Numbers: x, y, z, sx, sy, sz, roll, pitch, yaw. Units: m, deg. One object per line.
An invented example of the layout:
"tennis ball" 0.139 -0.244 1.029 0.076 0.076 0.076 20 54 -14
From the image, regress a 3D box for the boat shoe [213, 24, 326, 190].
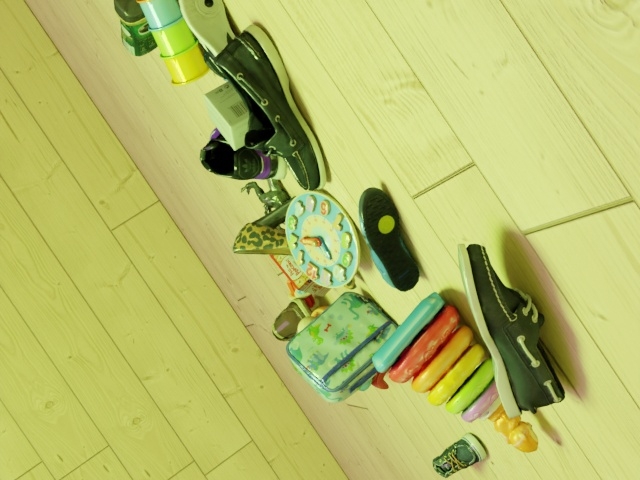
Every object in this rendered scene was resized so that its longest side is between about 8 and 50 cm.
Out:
"boat shoe" -0.094 -0.214 1.548 0.127 0.113 0.340 38 157 48

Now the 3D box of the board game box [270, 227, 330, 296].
"board game box" -0.065 0.042 2.022 0.193 0.045 0.147 50 -169 24

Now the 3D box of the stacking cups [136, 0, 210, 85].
"stacking cups" -0.334 -0.479 1.773 0.096 0.096 0.316 35 154 53

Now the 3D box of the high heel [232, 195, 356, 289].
"high heel" -0.058 0.046 1.840 0.261 0.186 0.093 50 164 21

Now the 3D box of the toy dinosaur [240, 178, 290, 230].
"toy dinosaur" -0.112 -0.098 1.955 0.118 0.064 0.268 0 123 51

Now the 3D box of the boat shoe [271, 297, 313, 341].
"boat shoe" -0.078 0.224 2.246 0.095 0.095 0.257 53 164 8

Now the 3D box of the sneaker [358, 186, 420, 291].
"sneaker" 0.103 -0.005 1.467 0.082 0.069 0.209 39 158 57

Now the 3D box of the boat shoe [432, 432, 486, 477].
"boat shoe" 0.296 0.470 1.836 0.065 0.083 0.183 52 164 14

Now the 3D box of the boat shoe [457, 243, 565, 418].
"boat shoe" 0.266 0.119 1.188 0.114 0.091 0.302 -89 -22 -53

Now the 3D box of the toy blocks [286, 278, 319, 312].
"toy blocks" -0.053 0.142 2.287 0.123 0.054 0.148 36 155 51

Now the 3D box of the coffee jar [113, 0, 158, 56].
"coffee jar" -0.419 -0.510 1.969 0.079 0.096 0.184 50 164 11

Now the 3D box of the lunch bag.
"lunch bag" 0.054 0.226 1.815 0.176 0.219 0.090 43 161 31

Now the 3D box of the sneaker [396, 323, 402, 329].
"sneaker" 0.186 0.221 1.748 0.057 0.047 0.119 -122 7 -69

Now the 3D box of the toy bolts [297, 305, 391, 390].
"toy bolts" 0.040 0.281 1.946 0.228 0.158 0.218 39 124 47

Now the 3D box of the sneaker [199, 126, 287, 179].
"sneaker" -0.196 -0.192 1.802 0.293 0.146 0.102 26 121 55

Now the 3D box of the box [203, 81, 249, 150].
"box" -0.158 -0.255 1.682 0.102 0.101 0.087 51 165 24

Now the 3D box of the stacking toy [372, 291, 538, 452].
"stacking toy" 0.247 0.241 1.426 0.302 0.166 0.175 42 178 10

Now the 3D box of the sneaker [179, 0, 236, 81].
"sneaker" -0.211 -0.388 1.608 0.217 0.079 0.121 59 163 -16

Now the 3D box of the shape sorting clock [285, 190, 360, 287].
"shape sorting clock" 0.000 0.000 1.723 0.206 0.040 0.206 27 130 37
